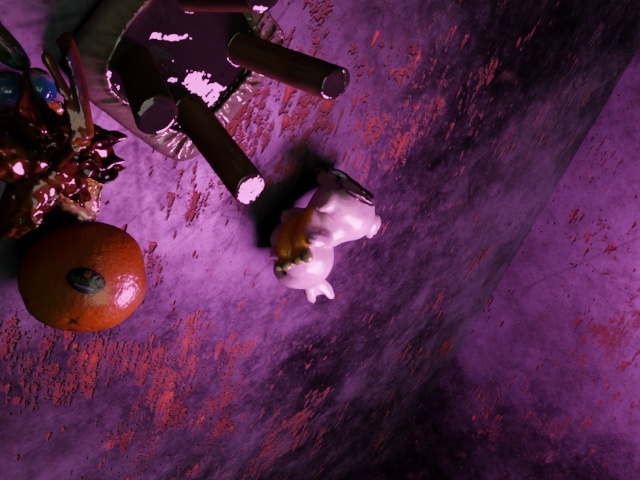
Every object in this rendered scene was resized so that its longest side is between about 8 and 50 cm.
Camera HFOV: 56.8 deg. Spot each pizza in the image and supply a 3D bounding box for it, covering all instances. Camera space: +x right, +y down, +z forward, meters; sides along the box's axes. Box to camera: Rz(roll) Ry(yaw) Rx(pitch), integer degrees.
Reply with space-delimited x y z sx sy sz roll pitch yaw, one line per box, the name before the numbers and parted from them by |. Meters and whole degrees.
pizza | -0.405 -0.132 0.896 0.147 0.069 0.226 -55 137 -2

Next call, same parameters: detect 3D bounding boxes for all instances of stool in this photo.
stool | -0.164 -0.251 0.902 0.310 0.226 0.310 -49 144 2

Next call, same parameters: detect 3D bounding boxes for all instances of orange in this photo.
orange | -0.395 0.062 0.993 0.206 0.206 0.206 -28 141 -26

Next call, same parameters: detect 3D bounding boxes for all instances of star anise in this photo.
star anise | -0.357 -0.128 0.754 0.237 0.148 0.346 18 141 -30

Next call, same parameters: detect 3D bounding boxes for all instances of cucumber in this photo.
cucumber | -0.426 -0.272 0.761 0.039 0.039 0.168 -39 144 -12

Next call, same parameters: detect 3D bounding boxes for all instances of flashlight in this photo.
flashlight | -0.423 -0.202 0.796 0.129 0.051 0.051 -11 136 -10

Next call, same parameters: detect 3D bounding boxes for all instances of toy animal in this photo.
toy animal | -0.006 -0.003 1.351 0.247 0.183 0.310 11 116 -51
